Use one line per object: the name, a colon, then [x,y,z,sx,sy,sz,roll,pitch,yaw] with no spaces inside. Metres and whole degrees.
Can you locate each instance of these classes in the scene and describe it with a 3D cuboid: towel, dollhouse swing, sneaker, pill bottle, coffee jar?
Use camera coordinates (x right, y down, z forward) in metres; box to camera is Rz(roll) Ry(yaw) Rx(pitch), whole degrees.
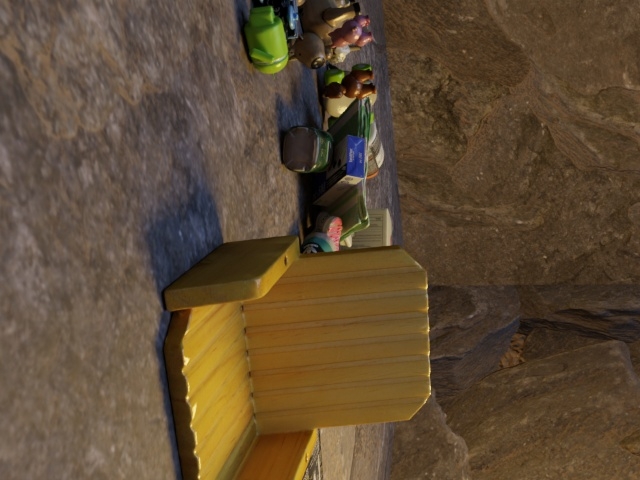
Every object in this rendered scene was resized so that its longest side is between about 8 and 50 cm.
towel: [0.057,-0.158,1.550,0.248,0.038,0.325,146,-52,-62]
dollhouse swing: [-0.004,0.188,0.918,0.315,0.304,0.347,-53,140,-71]
sneaker: [0.004,0.141,1.426,0.121,0.108,0.302,-60,138,-65]
pill bottle: [0.119,-0.268,1.905,0.246,0.130,0.130,56,35,-68]
sneaker: [0.000,0.000,1.492,0.063,0.075,0.170,-23,140,-36]
coffee jar: [-0.022,-0.193,1.377,0.184,0.079,0.096,-24,121,-76]

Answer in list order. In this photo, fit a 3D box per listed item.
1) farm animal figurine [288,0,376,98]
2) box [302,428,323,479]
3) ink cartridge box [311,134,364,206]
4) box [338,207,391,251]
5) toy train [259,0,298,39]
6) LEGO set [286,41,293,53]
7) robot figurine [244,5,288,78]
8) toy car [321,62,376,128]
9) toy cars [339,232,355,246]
farm animal figurine: [0.002,-0.459,1.349,0.330,0.172,0.327,76,4,-47]
box: [-0.063,0.456,1.139,0.307,0.076,0.243,-41,129,-73]
ink cartridge box: [0.038,-0.156,1.482,0.207,0.046,0.097,145,-49,-63]
box: [0.128,0.035,1.873,0.127,0.148,0.232,58,34,-67]
toy train: [-0.078,-0.454,1.168,0.105,0.080,0.184,-72,158,-71]
LEGO set: [-0.082,-0.406,1.282,0.054,0.023,0.083,-74,145,-59]
robot figurine: [-0.092,-0.340,1.108,0.101,0.067,0.115,-95,175,-50]
toy car: [0.054,-0.407,1.729,0.188,0.149,0.155,-123,-158,-53]
toy cars: [0.054,0.024,1.703,0.176,0.087,0.394,-34,118,-73]
